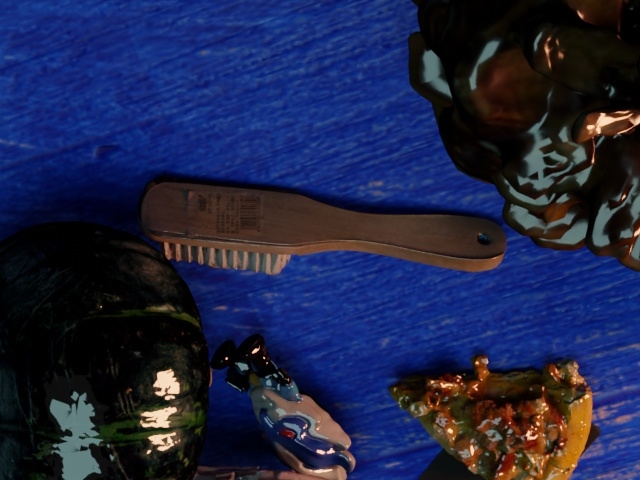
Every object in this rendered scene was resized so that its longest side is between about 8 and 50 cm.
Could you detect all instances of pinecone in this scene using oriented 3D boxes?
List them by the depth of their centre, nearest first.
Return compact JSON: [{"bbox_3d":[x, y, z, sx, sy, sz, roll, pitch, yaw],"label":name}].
[{"bbox_3d":[0.266,-0.148,1.310,0.398,0.397,0.397,3,122,4],"label":"pinecone"}]

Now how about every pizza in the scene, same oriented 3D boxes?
[{"bbox_3d":[0.155,0.170,1.680,0.194,0.069,0.154,15,122,-6],"label":"pizza"}]

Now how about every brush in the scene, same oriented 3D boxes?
[{"bbox_3d":[0.000,0.000,1.605,0.327,0.070,0.065,5,141,1],"label":"brush"}]

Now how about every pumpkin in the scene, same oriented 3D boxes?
[{"bbox_3d":[-0.211,0.134,1.584,0.238,0.315,0.315,2,127,-29],"label":"pumpkin"}]

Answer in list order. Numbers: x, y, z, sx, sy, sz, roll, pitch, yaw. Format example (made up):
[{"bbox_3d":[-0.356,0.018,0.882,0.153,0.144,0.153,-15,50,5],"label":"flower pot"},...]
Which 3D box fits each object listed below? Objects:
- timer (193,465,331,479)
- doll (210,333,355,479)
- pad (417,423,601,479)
[{"bbox_3d":[-0.075,0.265,1.723,0.208,0.069,0.191,-1,159,9],"label":"timer"},{"bbox_3d":[-0.026,0.170,1.710,0.096,0.070,0.195,-11,123,48],"label":"doll"},{"bbox_3d":[0.173,0.222,1.756,0.116,0.004,0.193,29,120,-12],"label":"pad"}]
